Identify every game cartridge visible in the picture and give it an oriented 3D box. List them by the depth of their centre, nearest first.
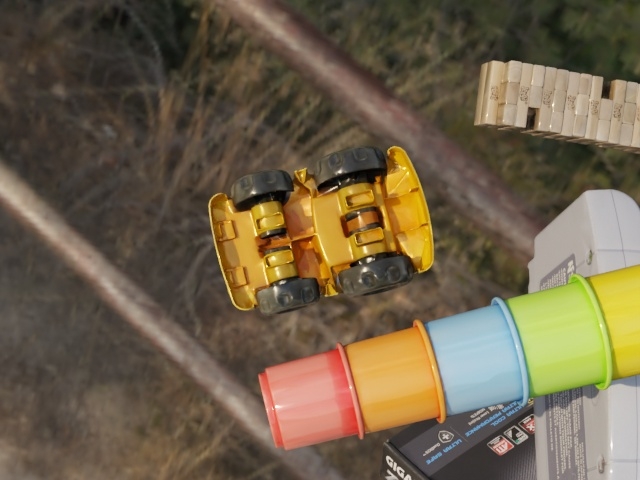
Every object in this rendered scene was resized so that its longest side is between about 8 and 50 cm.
[{"bbox_3d":[0.234,0.116,1.186,0.060,0.196,0.294,1,74,-5],"label":"game cartridge"}]

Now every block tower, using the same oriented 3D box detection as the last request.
[{"bbox_3d":[0.391,-0.177,1.924,0.335,0.097,0.091,7,1,-9],"label":"block tower"}]

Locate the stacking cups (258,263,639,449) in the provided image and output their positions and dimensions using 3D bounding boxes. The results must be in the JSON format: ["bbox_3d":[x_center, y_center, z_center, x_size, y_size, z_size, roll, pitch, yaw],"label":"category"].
[{"bbox_3d":[0.111,0.083,1.035,0.316,0.096,0.096,-11,44,-2],"label":"stacking cups"}]

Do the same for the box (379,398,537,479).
[{"bbox_3d":[0.271,0.273,1.575,0.295,0.073,0.293,-26,49,-31],"label":"box"}]

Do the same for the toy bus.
[{"bbox_3d":[0.000,0.000,1.497,0.220,0.211,0.149,-14,83,-3],"label":"toy bus"}]
